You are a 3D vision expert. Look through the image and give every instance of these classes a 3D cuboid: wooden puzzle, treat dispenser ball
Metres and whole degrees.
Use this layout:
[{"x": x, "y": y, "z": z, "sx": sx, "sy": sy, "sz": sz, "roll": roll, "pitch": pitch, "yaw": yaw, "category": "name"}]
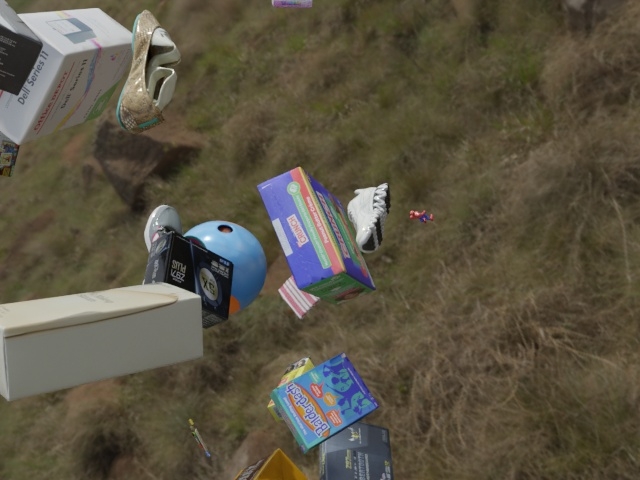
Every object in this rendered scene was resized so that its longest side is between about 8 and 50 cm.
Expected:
[{"x": -0.323, "y": 0.525, "z": 1.774, "sx": 0.014, "sy": 0.116, "sz": 0.078, "roll": -29, "pitch": -3, "yaw": -22, "category": "wooden puzzle"}, {"x": -0.306, "y": 0.083, "z": 2.023, "sx": 0.288, "sy": 0.288, "sz": 0.288, "roll": -30, "pitch": 34, "yaw": 23, "category": "treat dispenser ball"}]

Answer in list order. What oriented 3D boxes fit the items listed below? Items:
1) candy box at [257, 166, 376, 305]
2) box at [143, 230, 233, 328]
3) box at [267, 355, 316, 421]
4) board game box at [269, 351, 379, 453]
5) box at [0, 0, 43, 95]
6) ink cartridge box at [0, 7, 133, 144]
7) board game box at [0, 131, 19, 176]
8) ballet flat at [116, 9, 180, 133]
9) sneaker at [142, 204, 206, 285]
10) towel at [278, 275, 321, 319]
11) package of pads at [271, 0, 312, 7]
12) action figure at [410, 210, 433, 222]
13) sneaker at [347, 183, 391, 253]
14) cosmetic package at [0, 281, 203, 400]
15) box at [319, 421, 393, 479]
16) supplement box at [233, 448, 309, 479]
[{"x": 0.000, "y": 0.000, "z": 1.596, "sx": 0.122, "sy": 0.317, "sz": 0.268, "roll": -26, "pitch": 72, "yaw": 13, "category": "candy box"}, {"x": -0.283, "y": 0.088, "z": 1.451, "sx": 0.077, "sy": 0.180, "sz": 0.147, "roll": -25, "pitch": 48, "yaw": 35, "category": "box"}, {"x": -0.077, "y": 0.424, "z": 1.934, "sx": 0.087, "sy": 0.058, "sz": 0.232, "roll": -28, "pitch": 12, "yaw": 21, "category": "box"}, {"x": 0.010, "y": 0.382, "z": 1.596, "sx": 0.210, "sy": 0.160, "sz": 0.047, "roll": -24, "pitch": -22, "yaw": -28, "category": "board game box"}, {"x": -0.498, "y": -0.289, "z": 0.734, "sx": 0.242, "sy": 0.307, "sz": 0.076, "roll": 43, "pitch": 107, "yaw": 37, "category": "box"}, {"x": -0.502, "y": -0.307, "z": 1.246, "sx": 0.207, "sy": 0.119, "sz": 0.353, "roll": -51, "pitch": 3, "yaw": 25, "category": "ink cartridge box"}, {"x": -0.733, "y": -0.280, "z": 1.547, "sx": 0.030, "sy": 0.136, "sz": 0.259, "roll": 15, "pitch": 92, "yaw": 14, "category": "board game box"}, {"x": -0.226, "y": -0.235, "z": 0.923, "sx": 0.067, "sy": 0.073, "sz": 0.206, "roll": -5, "pitch": 64, "yaw": 12, "category": "ballet flat"}, {"x": -0.349, "y": 0.013, "z": 1.621, "sx": 0.178, "sy": 0.124, "sz": 0.295, "roll": -33, "pitch": 50, "yaw": 39, "category": "sneaker"}, {"x": -0.036, "y": 0.147, "z": 2.200, "sx": 0.197, "sy": 0.029, "sz": 0.144, "roll": -47, "pitch": 54, "yaw": 9, "category": "towel"}, {"x": -0.059, "y": -0.500, "z": 1.394, "sx": 0.083, "sy": 0.032, "sz": 0.050, "roll": -2, "pitch": 22, "yaw": -7, "category": "package of pads"}, {"x": 0.278, "y": -0.069, "z": 1.874, "sx": 0.038, "sy": 0.115, "sz": 0.030, "roll": -14, "pitch": 79, "yaw": 30, "category": "action figure"}, {"x": 0.134, "y": -0.064, "z": 2.002, "sx": 0.118, "sy": 0.110, "sz": 0.292, "roll": 3, "pitch": 37, "yaw": 14, "category": "sneaker"}, {"x": -0.361, "y": 0.150, "z": 1.071, "sx": 0.160, "sy": 0.309, "sz": 0.113, "roll": 9, "pitch": 103, "yaw": 49, "category": "cosmetic package"}, {"x": 0.089, "y": 0.565, "z": 1.701, "sx": 0.232, "sy": 0.183, "sz": 0.059, "roll": -89, "pitch": 18, "yaw": -54, "category": "box"}, {"x": -0.126, "y": 0.671, "z": 1.716, "sx": 0.194, "sy": 0.191, "sz": 0.129, "roll": -42, "pitch": 1, "yaw": 40, "category": "supplement box"}]
